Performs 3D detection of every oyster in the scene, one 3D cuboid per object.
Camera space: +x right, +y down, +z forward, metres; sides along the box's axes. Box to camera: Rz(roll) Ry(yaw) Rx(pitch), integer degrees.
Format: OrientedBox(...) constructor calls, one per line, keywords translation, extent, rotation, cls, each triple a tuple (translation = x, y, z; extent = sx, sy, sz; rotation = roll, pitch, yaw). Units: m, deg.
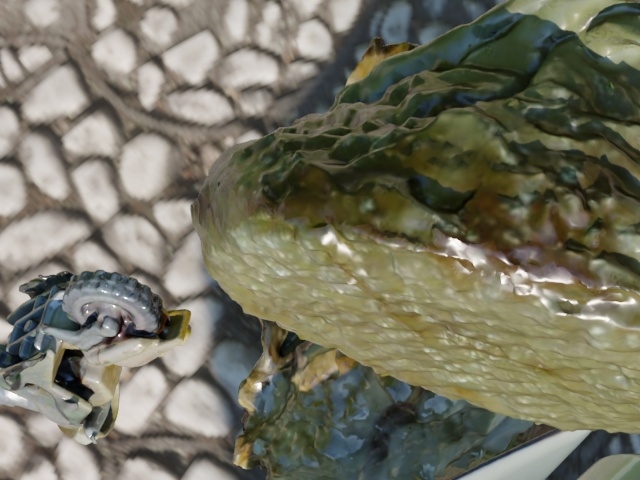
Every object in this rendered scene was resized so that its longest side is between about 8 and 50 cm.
OrientedBox(translation=(0.069, 0.034, 1.073), extent=(0.201, 0.107, 0.354), rotation=(21, 100, 5), cls="oyster")

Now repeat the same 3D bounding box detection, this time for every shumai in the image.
OrientedBox(translation=(0.041, -0.016, 0.362), extent=(0.124, 0.099, 0.087), rotation=(16, 75, 9), cls="shumai")

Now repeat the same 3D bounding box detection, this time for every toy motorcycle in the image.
OrientedBox(translation=(-0.172, 0.086, 1.325), extent=(0.130, 0.229, 0.094), rotation=(34, 51, -24), cls="toy motorcycle")

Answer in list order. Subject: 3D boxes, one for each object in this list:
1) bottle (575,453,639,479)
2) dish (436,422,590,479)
OrientedBox(translation=(0.186, 0.347, 1.458), extent=(0.352, 0.229, 0.229), rotation=(-37, 72, -26), cls="bottle")
OrientedBox(translation=(0.082, 0.160, 1.370), extent=(0.182, 0.243, 0.080), rotation=(-21, 111, -26), cls="dish")
